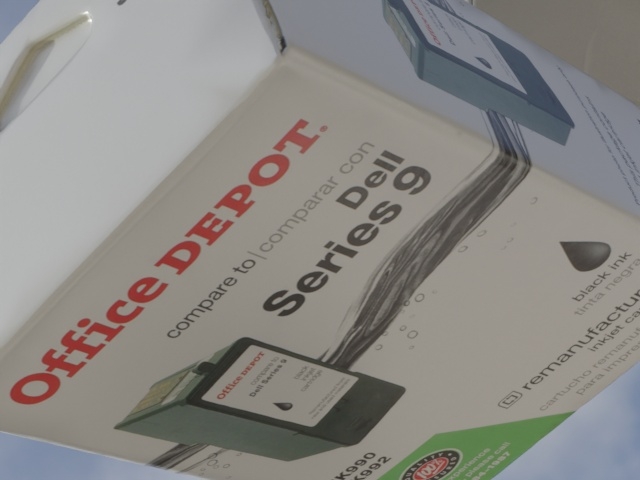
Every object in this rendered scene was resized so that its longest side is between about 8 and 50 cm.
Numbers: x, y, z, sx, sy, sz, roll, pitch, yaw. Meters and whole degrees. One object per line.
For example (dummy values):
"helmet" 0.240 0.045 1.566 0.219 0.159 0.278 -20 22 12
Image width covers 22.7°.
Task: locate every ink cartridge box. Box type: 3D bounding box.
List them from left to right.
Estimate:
"ink cartridge box" 0.000 0.000 0.667 0.289 0.121 0.211 21 -55 -42

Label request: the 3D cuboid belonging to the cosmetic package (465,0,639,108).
"cosmetic package" 0.150 -0.127 0.938 0.238 0.107 0.127 11 -107 -29
